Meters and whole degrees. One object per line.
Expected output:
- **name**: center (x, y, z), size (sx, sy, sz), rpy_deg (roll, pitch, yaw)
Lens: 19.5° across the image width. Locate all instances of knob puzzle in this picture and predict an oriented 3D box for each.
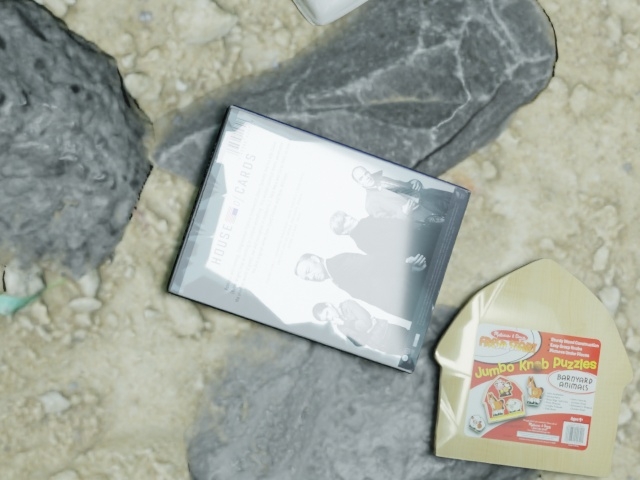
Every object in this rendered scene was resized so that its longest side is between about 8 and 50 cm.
- **knob puzzle**: center (0.196, 0.113, 1.725), size (0.213, 0.030, 0.213), rpy_deg (0, 90, -11)

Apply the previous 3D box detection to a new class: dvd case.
- **dvd case**: center (0.000, 0.000, 1.686), size (0.238, 0.029, 0.179), rpy_deg (19, 86, -10)

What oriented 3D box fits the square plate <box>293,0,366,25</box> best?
- **square plate**: center (0.037, -0.394, 1.574), size (0.347, 0.049, 0.344), rpy_deg (-28, 107, 24)
